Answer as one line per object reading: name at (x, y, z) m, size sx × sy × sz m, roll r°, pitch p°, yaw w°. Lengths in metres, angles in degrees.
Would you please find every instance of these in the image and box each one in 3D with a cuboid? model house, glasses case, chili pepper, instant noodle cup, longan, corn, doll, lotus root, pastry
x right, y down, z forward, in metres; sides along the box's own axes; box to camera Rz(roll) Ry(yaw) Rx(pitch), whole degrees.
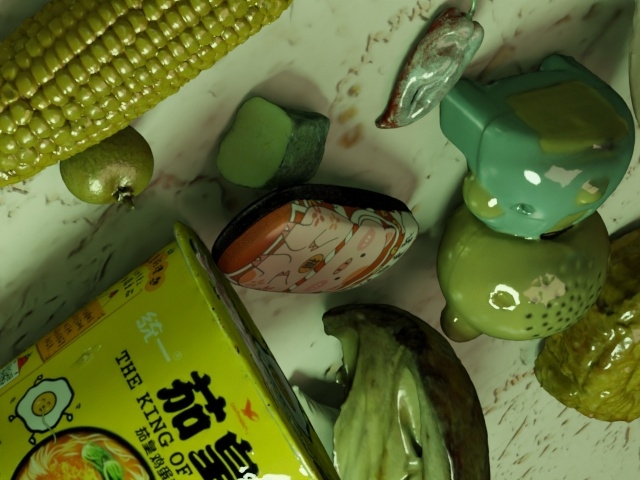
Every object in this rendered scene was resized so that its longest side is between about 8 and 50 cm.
model house at (-0.037, -0.079, 1.621) m, size 0.083 × 0.066 × 0.079 m, roll 0°, pitch 117°, yaw -62°
glasses case at (0.000, 0.000, 1.674) m, size 0.103 × 0.067 × 0.266 m, roll -40°, pitch 160°, yaw 23°
chili pepper at (0.100, -0.153, 1.671) m, size 0.050 × 0.041 × 0.153 m, roll 32°, pitch 107°, yaw -8°
instant noodle cup at (-0.142, 0.183, 1.593) m, size 0.254 × 0.326 × 0.325 m, roll -30°, pitch 142°, yaw 1°
longan at (-0.168, -0.057, 1.500) m, size 0.075 × 0.083 × 0.075 m, roll -21°, pitch 150°, yaw -13°
corn at (-0.138, -0.154, 1.405) m, size 0.322 × 0.119 × 0.119 m, roll -39°, pitch 142°, yaw -2°
doll at (0.199, -0.024, 1.783) m, size 0.177 × 0.161 × 0.261 m, roll -18°, pitch 134°, yaw -30°
lotus root at (0.105, 0.208, 1.845) m, size 0.142 × 0.210 × 0.314 m, roll -20°, pitch 124°, yaw -35°
pastry at (0.351, 0.102, 2.055) m, size 0.235 × 0.132 × 0.240 m, roll -47°, pitch 141°, yaw 5°

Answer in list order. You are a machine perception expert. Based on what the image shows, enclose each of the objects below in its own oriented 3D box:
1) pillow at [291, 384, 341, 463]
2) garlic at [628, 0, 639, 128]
pillow at (0.014, 0.245, 1.944) m, size 0.254 × 0.078 × 0.144 m, roll 29°, pitch 94°, yaw -50°
garlic at (0.422, -0.125, 1.793) m, size 0.231 × 0.246 × 0.340 m, roll -52°, pitch 142°, yaw -1°
